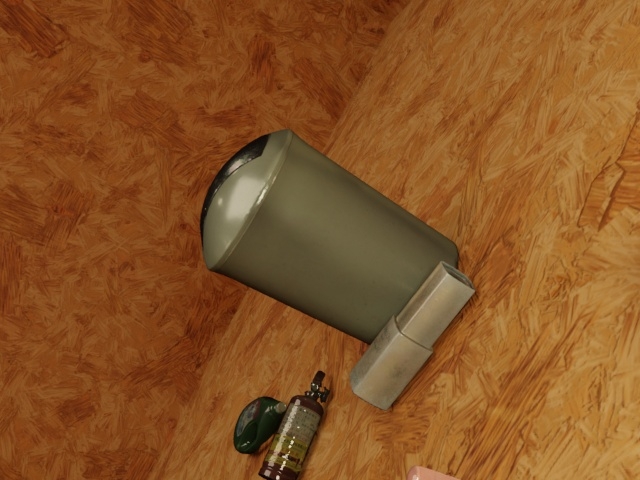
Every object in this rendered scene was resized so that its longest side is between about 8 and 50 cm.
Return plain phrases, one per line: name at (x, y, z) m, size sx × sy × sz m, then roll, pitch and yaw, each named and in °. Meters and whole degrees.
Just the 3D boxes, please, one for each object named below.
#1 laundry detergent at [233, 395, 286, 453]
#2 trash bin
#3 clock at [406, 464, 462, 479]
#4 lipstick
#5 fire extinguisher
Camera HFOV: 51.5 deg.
laundry detergent at (-0.139, 0.435, 1.586) m, size 0.211 × 0.063 × 0.137 m, roll -41°, pitch 24°, yaw 50°
trash bin at (0.000, 0.000, 1.182) m, size 0.280 × 0.432 × 0.280 m, roll -55°, pitch 14°, yaw 21°
clock at (0.107, 0.363, 0.754) m, size 0.166 × 0.092 × 0.162 m, roll -77°, pitch 13°, yaw -50°
lipstick at (0.147, 0.153, 1.075) m, size 0.253 × 0.077 × 0.079 m, roll -56°, pitch 13°, yaw 16°
fire extinguisher at (-0.047, 0.367, 1.343) m, size 0.106 × 0.075 × 0.252 m, roll -36°, pitch 27°, yaw 61°
